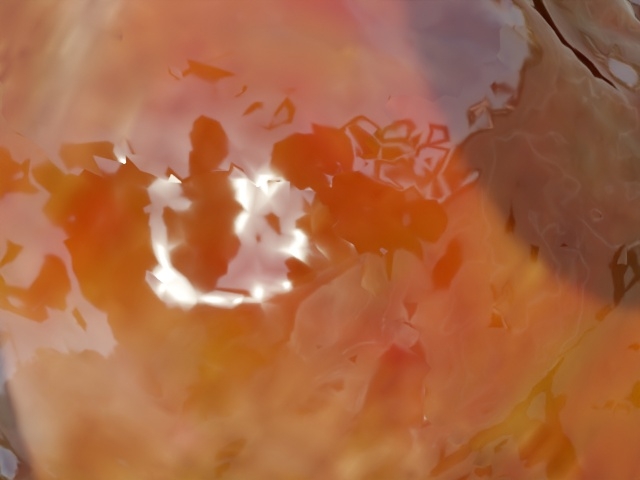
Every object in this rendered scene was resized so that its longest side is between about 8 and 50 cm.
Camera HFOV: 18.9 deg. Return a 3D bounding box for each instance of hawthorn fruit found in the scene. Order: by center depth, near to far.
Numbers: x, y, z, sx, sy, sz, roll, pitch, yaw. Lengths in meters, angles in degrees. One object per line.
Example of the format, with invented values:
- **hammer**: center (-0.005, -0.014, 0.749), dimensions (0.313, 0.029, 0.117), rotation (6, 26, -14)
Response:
- **hawthorn fruit**: center (0.000, 0.000, 0.445), dimensions (0.242, 0.242, 0.271), rotation (-28, 13, 44)
